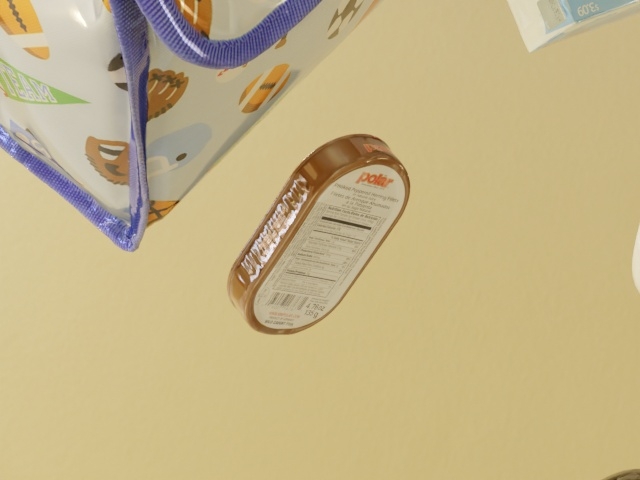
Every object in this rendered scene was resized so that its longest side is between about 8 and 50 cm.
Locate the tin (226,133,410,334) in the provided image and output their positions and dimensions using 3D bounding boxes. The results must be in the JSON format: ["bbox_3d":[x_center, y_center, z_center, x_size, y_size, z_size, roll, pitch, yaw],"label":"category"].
[{"bbox_3d":[0.000,0.000,0.866,0.106,0.189,0.040,9,-148,-47],"label":"tin"}]

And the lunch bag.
[{"bbox_3d":[-0.060,-0.219,0.588,0.239,0.328,0.385,37,154,8],"label":"lunch bag"}]

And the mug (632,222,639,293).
[{"bbox_3d":[0.504,0.071,1.120,0.328,0.374,0.276,21,-157,33],"label":"mug"}]

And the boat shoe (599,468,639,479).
[{"bbox_3d":[0.180,0.188,0.466,0.073,0.080,0.223,56,179,-27],"label":"boat shoe"}]

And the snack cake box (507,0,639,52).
[{"bbox_3d":[0.289,-0.289,0.983,0.264,0.152,0.089,-22,179,-19],"label":"snack cake box"}]
